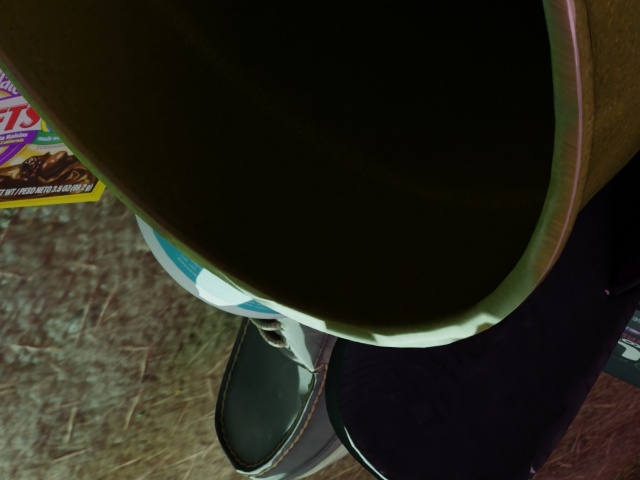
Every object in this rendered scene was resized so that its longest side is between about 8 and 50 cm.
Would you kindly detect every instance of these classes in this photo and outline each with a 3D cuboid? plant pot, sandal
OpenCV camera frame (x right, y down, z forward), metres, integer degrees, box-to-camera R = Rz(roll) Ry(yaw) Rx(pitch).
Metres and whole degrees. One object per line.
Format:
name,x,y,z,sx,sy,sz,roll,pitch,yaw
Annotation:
plant pot,0.060,-0.212,0.691,0.353,0.366,0.366,-39,156,-27
sandal,0.163,-0.055,1.017,0.446,0.167,0.107,-62,-168,-11

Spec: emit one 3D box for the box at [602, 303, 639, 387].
box,0.201,0.000,1.216,0.270,0.165,0.143,75,40,-79

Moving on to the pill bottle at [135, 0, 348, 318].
pill bottle,-0.007,-0.044,0.937,0.146,0.146,0.264,-25,176,-26

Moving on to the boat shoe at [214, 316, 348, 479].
boat shoe,0.000,0.000,1.153,0.130,0.132,0.355,1,125,-38

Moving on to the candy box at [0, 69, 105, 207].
candy box,-0.172,-0.058,0.933,0.206,0.027,0.105,-7,135,-47
